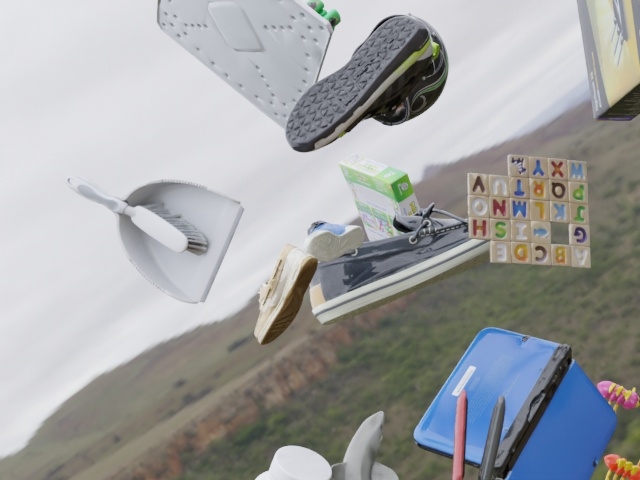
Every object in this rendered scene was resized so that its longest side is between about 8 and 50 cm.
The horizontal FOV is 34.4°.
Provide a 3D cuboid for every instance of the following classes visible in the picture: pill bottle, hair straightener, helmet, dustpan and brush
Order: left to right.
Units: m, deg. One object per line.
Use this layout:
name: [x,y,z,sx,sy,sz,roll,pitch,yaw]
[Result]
dustpan and brush: [-0.212,-0.029,1.236,0.060,0.211,0.147,-17,-45,-63]
pill bottle: [-0.068,0.479,1.760,0.136,0.136,0.245,-32,-35,-66]
helmet: [0.141,-0.295,1.765,0.161,0.169,0.169,-51,5,-29]
hair straightener: [0.179,0.274,1.080,0.089,0.230,0.047,6,-18,5]

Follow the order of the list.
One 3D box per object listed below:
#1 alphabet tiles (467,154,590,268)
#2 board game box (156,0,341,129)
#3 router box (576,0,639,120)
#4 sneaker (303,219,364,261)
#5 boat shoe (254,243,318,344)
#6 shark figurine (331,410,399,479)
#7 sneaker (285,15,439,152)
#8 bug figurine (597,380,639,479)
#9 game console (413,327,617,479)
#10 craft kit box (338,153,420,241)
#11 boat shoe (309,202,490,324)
alphabet tiles: [0.371,-0.054,1.835,0.237,0.198,0.009,4,-11,-17]
board game box: [-0.149,-0.420,1.976,0.050,0.390,0.390,-47,-8,-25]
router box: [0.552,-0.397,1.836,0.081,0.308,0.243,-2,-15,-11]
sneaker: [0.000,0.001,1.808,0.085,0.058,0.152,5,15,38]
boat shoe: [-0.061,0.079,1.547,0.063,0.059,0.170,-11,-45,-55]
shark figurine: [0.069,0.436,1.798,0.166,0.116,0.278,-39,40,17]
sneaker: [0.063,-0.175,1.282,0.235,0.084,0.097,-42,-43,-8]
bug figurine: [0.643,0.393,2.158,0.279,0.216,0.072,-62,-4,33]
game console: [0.343,0.326,1.795,0.250,0.173,0.293,13,46,33]
craft kit box: [0.161,-0.070,2.461,0.061,0.246,0.250,-34,28,-16]
boat shoe: [0.201,0.007,2.015,0.500,0.156,0.187,-22,-12,-1]
